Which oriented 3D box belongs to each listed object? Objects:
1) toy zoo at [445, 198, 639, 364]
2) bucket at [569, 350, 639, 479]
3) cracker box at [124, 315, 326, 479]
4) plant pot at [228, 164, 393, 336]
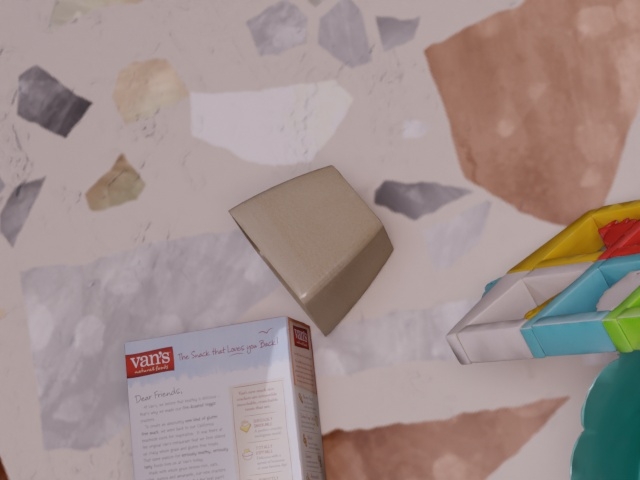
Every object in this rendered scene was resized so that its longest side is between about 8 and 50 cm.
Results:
[{"bbox_3d":[0.221,0.025,1.237,0.192,0.293,0.030,-38,104,-30],"label":"toy zoo"},{"bbox_3d":[0.334,0.171,1.202,0.281,0.183,0.281,-4,78,19],"label":"bucket"},{"bbox_3d":[-0.079,0.192,1.414,0.156,0.067,0.232,-10,77,18],"label":"cracker box"},{"bbox_3d":[0.000,0.000,1.407,0.096,0.109,0.109,-39,69,-4],"label":"plant pot"}]
